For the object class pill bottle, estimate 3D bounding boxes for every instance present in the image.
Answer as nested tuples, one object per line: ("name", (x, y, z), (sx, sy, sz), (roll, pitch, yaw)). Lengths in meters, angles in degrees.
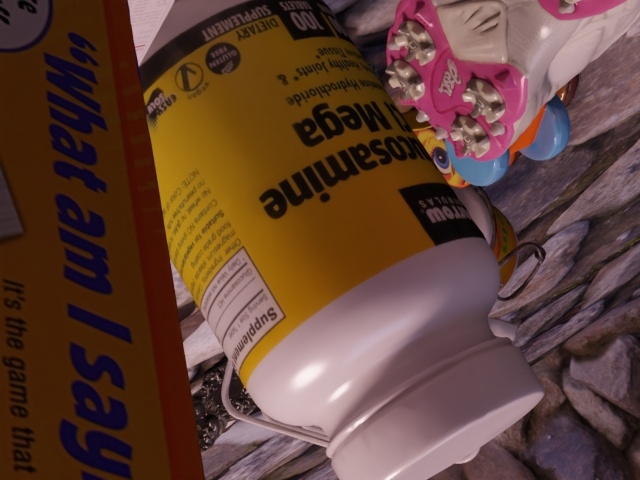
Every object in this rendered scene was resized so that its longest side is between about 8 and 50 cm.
("pill bottle", (0.156, 0.008, 1.465), (0.136, 0.136, 0.246), (-36, 162, 11))
("pill bottle", (0.000, 0.000, 0.844), (0.188, 0.334, 0.188), (-30, 163, -10))

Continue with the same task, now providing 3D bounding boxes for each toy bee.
("toy bee", (0.132, -0.107, 1.149), (0.195, 0.162, 0.298), (-4, 123, -42))

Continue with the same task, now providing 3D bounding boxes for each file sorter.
("file sorter", (0.052, 0.136, 1.358), (0.278, 0.193, 0.173), (19, 83, -54))

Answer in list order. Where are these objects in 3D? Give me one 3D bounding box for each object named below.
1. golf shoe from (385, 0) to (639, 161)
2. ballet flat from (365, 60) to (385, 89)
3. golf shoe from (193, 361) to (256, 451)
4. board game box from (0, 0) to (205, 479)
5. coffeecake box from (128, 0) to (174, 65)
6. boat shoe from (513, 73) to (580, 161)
("golf shoe", (0.131, -0.159, 0.633), (0.140, 0.115, 0.306), (-37, 172, -24))
("ballet flat", (0.027, -0.089, 1.103), (0.070, 0.070, 0.188), (-29, 163, -11))
("golf shoe", (-0.115, 0.199, 1.657), (0.094, 0.077, 0.198), (-36, 174, -45))
("board game box", (-0.280, 0.084, 0.365), (0.356, 0.356, 0.356), (18, 132, -35))
("coffeecake box", (-0.134, -0.137, 0.562), (0.068, 0.142, 0.185), (-18, 158, -40))
("boat shoe", (0.206, -0.132, 1.290), (0.073, 0.073, 0.207), (-23, 168, -33))
